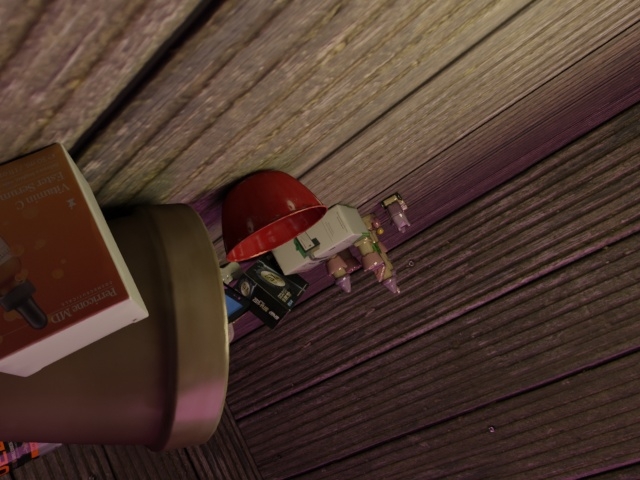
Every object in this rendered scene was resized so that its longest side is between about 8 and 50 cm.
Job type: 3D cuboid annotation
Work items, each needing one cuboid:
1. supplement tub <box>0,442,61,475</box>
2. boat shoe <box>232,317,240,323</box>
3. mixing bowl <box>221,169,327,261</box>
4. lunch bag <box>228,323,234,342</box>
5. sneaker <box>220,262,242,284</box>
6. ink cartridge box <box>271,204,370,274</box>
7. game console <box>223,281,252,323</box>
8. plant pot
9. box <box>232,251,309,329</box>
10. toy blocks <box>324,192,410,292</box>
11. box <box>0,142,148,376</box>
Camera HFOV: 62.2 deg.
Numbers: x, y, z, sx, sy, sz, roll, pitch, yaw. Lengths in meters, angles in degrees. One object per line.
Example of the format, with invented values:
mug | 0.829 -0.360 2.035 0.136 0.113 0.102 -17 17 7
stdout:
supplement tub | -0.826 0.483 1.290 0.337 0.207 0.207 -20 168 -42
boat shoe | -0.212 0.186 1.777 0.302 0.098 0.109 -31 170 18
mixing bowl | -0.090 -0.050 0.856 0.181 0.098 0.181 -27 172 -4
lunch bag | -0.355 0.228 1.359 0.235 0.169 0.287 -18 167 -17
sneaker | -0.257 0.096 1.299 0.064 0.061 0.157 -26 172 31
ink cartridge box | 0.000 0.000 1.399 0.219 0.093 0.160 -32 170 19
game console | -0.299 0.201 1.098 0.173 0.250 0.293 -7 150 26
plant pot | -0.301 0.116 0.655 0.280 0.324 0.323 -3 159 -30
box | -0.127 0.124 1.369 0.078 0.147 0.180 -51 178 23
toy blocks | 0.190 0.049 1.691 0.308 0.260 0.288 -30 170 13
box | -0.263 0.019 0.501 0.130 0.171 0.091 -27 167 -16
